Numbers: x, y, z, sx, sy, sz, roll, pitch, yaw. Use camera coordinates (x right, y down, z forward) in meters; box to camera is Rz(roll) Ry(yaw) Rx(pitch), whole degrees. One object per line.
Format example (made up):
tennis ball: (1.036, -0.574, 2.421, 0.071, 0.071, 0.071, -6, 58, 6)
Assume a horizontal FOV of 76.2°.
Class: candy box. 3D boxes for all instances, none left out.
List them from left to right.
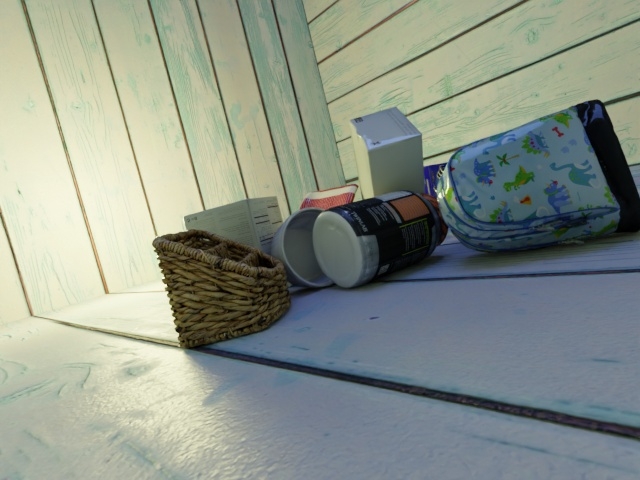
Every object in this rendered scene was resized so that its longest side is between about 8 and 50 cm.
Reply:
candy box: (0.515, -0.202, 1.811, 0.122, 0.267, 0.317, -5, 8, 40)

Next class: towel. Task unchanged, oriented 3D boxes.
towel: (-0.019, -0.036, 1.318, 0.237, 0.328, 0.037, -3, -33, 48)

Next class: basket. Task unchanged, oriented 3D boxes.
basket: (-0.187, 0.064, 0.875, 0.214, 0.222, 0.299, -14, 3, 1)

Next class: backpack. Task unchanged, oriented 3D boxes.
backpack: (0.429, -0.113, 0.861, 0.356, 0.289, 0.273, -18, -17, 33)

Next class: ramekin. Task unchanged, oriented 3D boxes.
ramekin: (-0.032, 0.026, 1.066, 0.207, 0.207, 0.109, -17, -4, -34)

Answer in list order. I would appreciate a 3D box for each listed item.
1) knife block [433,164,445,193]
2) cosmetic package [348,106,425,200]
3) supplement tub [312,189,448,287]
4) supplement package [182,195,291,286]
knife block: (0.482, -0.144, 1.316, 0.088, 0.241, 0.276, -16, 5, -17)
cosmetic package: (0.204, -0.165, 1.208, 0.156, 0.384, 0.217, -15, 41, -2)
supplement tub: (0.155, -0.015, 1.005, 0.316, 0.193, 0.194, -16, 4, -33)
supplement package: (-0.214, 0.028, 1.143, 0.200, 0.262, 0.198, -13, 4, 18)
